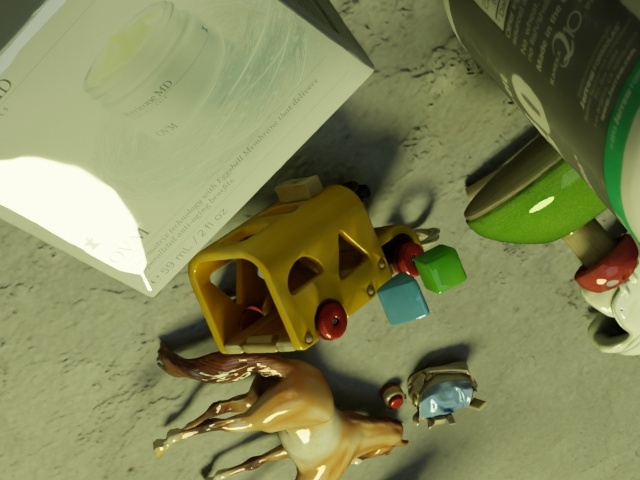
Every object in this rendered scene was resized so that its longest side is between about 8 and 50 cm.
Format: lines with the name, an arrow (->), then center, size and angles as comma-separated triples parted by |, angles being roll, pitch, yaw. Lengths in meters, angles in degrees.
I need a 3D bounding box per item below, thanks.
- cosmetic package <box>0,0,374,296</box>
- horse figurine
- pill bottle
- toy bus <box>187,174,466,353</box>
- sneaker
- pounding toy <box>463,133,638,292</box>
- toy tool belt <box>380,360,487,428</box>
cosmetic package -> -0.131, -0.117, 1.115 | 0.224, 0.138, 0.224 | -45, 132, 15
horse figurine -> -0.037, 0.158, 1.459 | 0.174, 0.066, 0.263 | -27, 138, 5
pill bottle -> 0.199, -0.151, 1.083 | 0.204, 0.361, 0.204 | -13, 128, -16
toy bus -> -0.004, 0.005, 1.305 | 0.191, 0.202, 0.104 | -22, 105, 1
sneaker -> 0.283, 0.023, 1.487 | 0.115, 0.090, 0.232 | -10, 132, -14
pounding toy -> 0.208, -0.038, 1.288 | 0.183, 0.237, 0.110 | -39, 93, 7
toy tool belt -> 0.100, 0.140, 1.520 | 0.083, 0.051, 0.052 | -15, 134, -14
